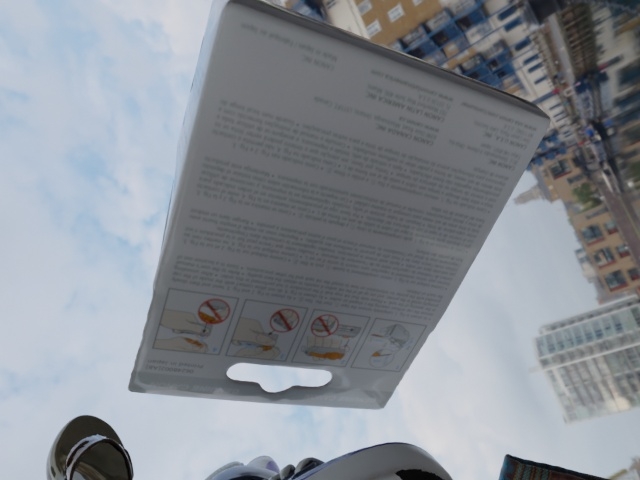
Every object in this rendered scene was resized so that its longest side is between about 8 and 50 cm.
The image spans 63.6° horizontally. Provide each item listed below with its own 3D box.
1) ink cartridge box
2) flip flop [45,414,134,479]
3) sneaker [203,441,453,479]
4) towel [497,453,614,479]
[{"bbox_3d":[0.000,0.000,0.520,0.308,0.385,0.091,11,-152,-22],"label":"ink cartridge box"},{"bbox_3d":[-0.267,0.286,0.613,0.112,0.080,0.277,32,179,-20],"label":"flip flop"},{"bbox_3d":[-0.038,0.232,0.443,0.130,0.323,0.236,39,-169,-12],"label":"sneaker"},{"bbox_3d":[0.298,0.448,0.570,0.040,0.271,0.371,-18,-61,-84],"label":"towel"}]
